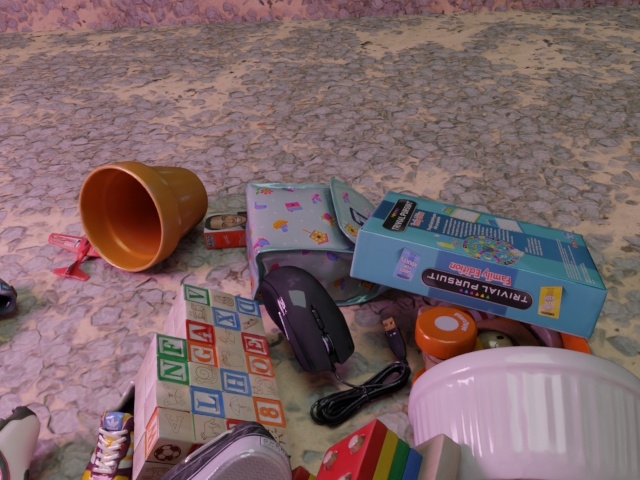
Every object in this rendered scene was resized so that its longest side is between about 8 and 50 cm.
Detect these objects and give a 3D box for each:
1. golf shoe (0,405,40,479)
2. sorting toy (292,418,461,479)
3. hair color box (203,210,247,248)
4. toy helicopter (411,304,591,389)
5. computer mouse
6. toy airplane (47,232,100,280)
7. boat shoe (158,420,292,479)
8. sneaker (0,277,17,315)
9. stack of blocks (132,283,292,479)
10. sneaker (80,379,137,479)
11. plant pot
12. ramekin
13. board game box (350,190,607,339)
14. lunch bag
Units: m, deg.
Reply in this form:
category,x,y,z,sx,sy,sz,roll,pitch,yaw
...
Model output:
category,x,y,z,sx,sy,sz,roll,pitch,yaw
golf shoe,-0.379,0.330,0.713,0.120,0.105,0.273,13,39,-9
sorting toy,-0.007,0.311,0.557,0.089,0.257,0.255,39,40,-6
hair color box,-0.163,-0.023,1.219,0.141,0.043,0.072,-5,36,-3
toy helicopter,0.270,0.119,0.926,0.235,0.140,0.355,4,30,11
computer mouse,0.030,0.128,0.903,0.184,0.060,0.262,-16,64,-21
toy airplane,-0.467,0.030,1.171,0.151,0.028,0.151,10,34,-7
boat shoe,-0.164,0.330,0.632,0.335,0.121,0.119,-39,7,-6
sneaker,-0.620,0.135,0.972,0.125,0.104,0.262,18,41,23
stack of blocks,-0.158,0.189,0.823,0.171,0.087,0.297,18,28,-25
sneaker,-0.271,0.270,0.779,0.070,0.083,0.185,2,35,6
plant pot,-0.329,-0.065,1.175,0.205,0.205,0.188,15,24,22
ramekin,0.228,0.239,0.655,0.273,0.273,0.127,4,48,8
board game box,0.240,0.022,0.930,0.336,0.079,0.254,14,21,12
lunch bag,0.000,0.000,1.083,0.262,0.160,0.223,-1,37,-10
